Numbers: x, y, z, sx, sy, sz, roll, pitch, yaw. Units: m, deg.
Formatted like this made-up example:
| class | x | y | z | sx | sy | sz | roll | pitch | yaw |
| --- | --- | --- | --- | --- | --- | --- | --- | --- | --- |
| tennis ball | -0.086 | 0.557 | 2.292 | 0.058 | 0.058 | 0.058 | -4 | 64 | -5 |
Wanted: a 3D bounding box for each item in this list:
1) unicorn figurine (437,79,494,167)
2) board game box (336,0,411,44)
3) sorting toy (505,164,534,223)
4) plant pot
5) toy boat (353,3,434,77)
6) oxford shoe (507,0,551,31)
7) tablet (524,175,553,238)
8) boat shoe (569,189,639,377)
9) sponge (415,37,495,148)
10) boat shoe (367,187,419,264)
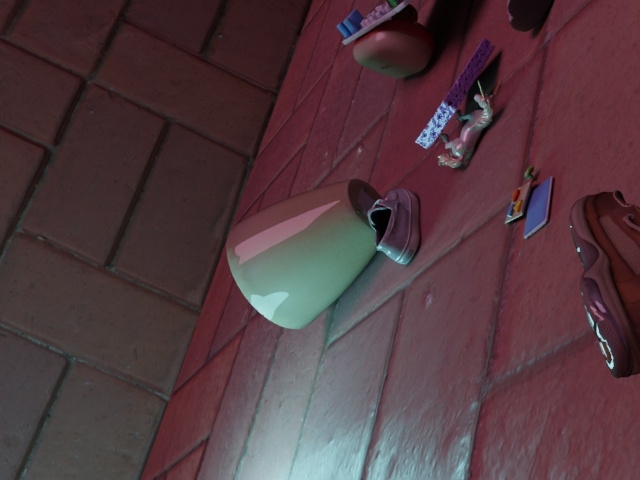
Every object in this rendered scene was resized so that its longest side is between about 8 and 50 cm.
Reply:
| class | x | y | z | sx | sy | sz | roll | pitch | yaw |
| --- | --- | --- | --- | --- | --- | --- | --- | --- | --- |
| unicorn figurine | 0.259 | -0.198 | 1.814 | 0.111 | 0.060 | 0.161 | -137 | 58 | -70 |
| board game box | 0.232 | -0.600 | 2.296 | 0.390 | 0.050 | 0.390 | -42 | 10 | -12 |
| sorting toy | 0.291 | -0.069 | 1.527 | 0.062 | 0.012 | 0.083 | 133 | 159 | -70 |
| plant pot | 0.000 | 0.000 | 2.077 | 0.274 | 0.256 | 0.256 | -35 | 28 | 31 |
| toy boat | 0.174 | -0.458 | 2.340 | 0.231 | 0.151 | 0.151 | -172 | 101 | -75 |
| oxford shoe | 0.374 | -0.444 | 1.825 | 0.076 | 0.076 | 0.212 | 71 | -145 | -66 |
| tablet | 0.305 | -0.046 | 1.465 | 0.054 | 0.006 | 0.083 | -47 | 21 | 51 |
| boat shoe | 0.331 | 0.029 | 1.069 | 0.117 | 0.123 | 0.324 | -22 | 21 | 18 |
| sponge | 0.245 | -0.265 | 1.885 | 0.210 | 0.031 | 0.117 | -56 | -1 | -39 |
| boat shoe | 0.131 | -0.042 | 1.931 | 0.079 | 0.081 | 0.227 | -57 | 16 | 26 |
